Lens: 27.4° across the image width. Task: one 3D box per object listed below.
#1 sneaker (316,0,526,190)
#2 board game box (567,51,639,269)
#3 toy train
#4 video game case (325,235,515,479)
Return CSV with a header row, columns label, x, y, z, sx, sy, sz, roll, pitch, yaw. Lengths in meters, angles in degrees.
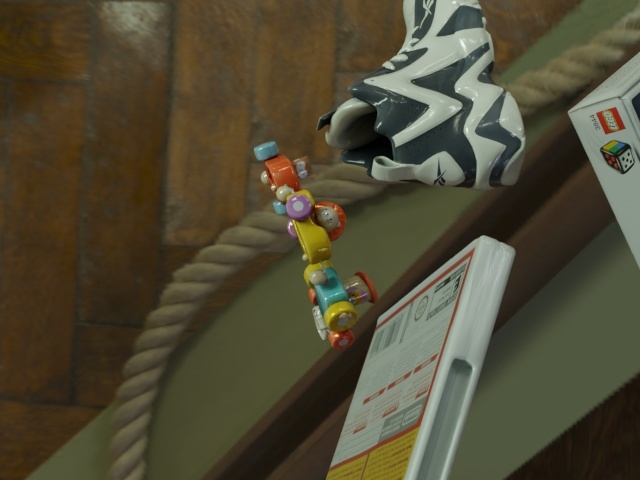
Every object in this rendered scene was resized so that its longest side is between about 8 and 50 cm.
label,x,y,z,sx,sy,sz,roll,pitch,yaw
sneaker,0.065,-0.131,1.095,0.153,0.094,0.235,-7,56,-11
board game box,0.316,-0.009,1.016,0.053,0.193,0.305,-14,107,47
toy train,0.000,0.000,1.020,0.046,0.125,0.166,-21,100,-6
video game case,0.032,0.153,0.777,0.025,0.204,0.285,23,69,-8
